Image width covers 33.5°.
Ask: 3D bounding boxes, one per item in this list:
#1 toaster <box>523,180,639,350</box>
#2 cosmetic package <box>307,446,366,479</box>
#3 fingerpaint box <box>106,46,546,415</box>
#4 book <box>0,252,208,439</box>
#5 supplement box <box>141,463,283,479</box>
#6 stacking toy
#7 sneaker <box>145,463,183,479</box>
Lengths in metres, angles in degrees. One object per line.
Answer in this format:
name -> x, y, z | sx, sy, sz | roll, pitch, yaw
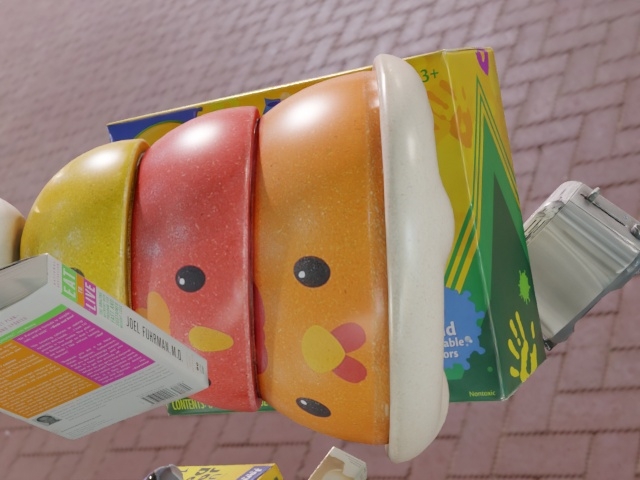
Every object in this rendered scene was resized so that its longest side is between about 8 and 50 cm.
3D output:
toaster -> 0.325, 0.029, 1.426 | 0.129, 0.146, 0.227 | -38, -12, -51
cosmetic package -> 0.012, 0.356, 1.513 | 0.060, 0.041, 0.115 | 22, 49, 24
fingerpaint box -> 0.000, 0.000, 1.242 | 0.445, 0.371, 0.163 | -7, 7, 29
book -> -0.138, 0.062, 0.568 | 0.096, 0.144, 0.035 | -22, 55, 17
supplement box -> -0.217, 0.526, 1.869 | 0.356, 0.195, 0.194 | -14, 13, 45
stacking toy -> -0.133, 0.024, 0.931 | 0.480, 0.350, 0.350 | -3, 38, 2
sneaker -> -0.195, 0.280, 0.925 | 0.215, 0.083, 0.084 | -53, 16, -1
